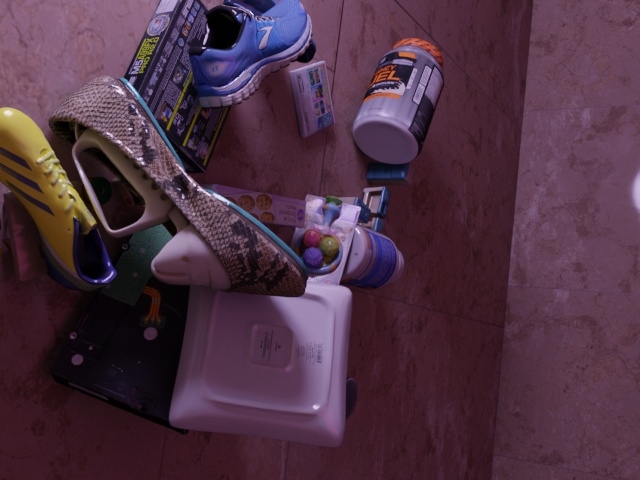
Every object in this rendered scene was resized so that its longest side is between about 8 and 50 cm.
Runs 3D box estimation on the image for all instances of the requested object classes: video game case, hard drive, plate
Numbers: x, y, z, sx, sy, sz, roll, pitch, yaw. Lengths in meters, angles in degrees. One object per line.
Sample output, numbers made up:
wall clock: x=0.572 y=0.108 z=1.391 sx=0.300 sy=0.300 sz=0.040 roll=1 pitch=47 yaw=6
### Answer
video game case: x=-0.018 y=-0.341 z=1.800 sx=0.143 sy=0.019 sz=0.157 roll=-35 pitch=120 yaw=-52
hard drive: x=-0.259 y=0.121 z=1.250 sx=0.064 sy=0.236 sz=0.339 roll=106 pitch=6 yaw=-61
plate: x=-0.083 y=0.174 z=1.198 sx=0.045 sy=0.277 sz=0.278 roll=119 pitch=-21 yaw=-60

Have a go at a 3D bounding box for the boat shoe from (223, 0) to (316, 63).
boat shoe: x=-0.117 y=-0.447 z=1.580 sx=0.258 sy=0.109 sz=0.089 roll=34 pitch=70 yaw=-36

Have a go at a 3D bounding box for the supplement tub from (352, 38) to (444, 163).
supplement tub: x=0.218 y=-0.379 z=2.011 sx=0.194 sy=0.193 sz=0.316 roll=55 pitch=47 yaw=-44

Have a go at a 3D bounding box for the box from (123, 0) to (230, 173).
box: x=-0.250 y=-0.294 z=1.389 sx=0.216 sy=0.060 sz=0.270 roll=46 pitch=54 yaw=-50

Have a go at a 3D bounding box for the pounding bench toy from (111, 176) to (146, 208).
pounding bench toy: x=-0.304 y=-0.089 z=1.293 sx=0.052 sy=0.083 sz=0.065 roll=-52 pitch=133 yaw=-43

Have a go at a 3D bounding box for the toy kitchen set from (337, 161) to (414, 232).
toy kitchen set: x=0.145 y=-0.136 z=1.976 sx=0.166 sy=0.122 sz=0.207 roll=39 pitch=59 yaw=-52

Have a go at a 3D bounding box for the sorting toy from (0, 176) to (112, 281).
sorting toy: x=-0.428 y=-0.016 z=1.132 sx=0.274 sy=0.046 sz=0.133 roll=-21 pitch=109 yaw=-57

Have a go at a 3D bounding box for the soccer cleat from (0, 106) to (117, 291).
soccer cleat: x=-0.371 y=-0.056 z=1.062 sx=0.093 sy=0.121 sz=0.289 roll=-47 pitch=130 yaw=-46

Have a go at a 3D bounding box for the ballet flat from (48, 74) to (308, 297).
ballet flat: x=-0.240 y=-0.046 z=1.159 sx=0.182 sy=0.483 sz=0.164 roll=-41 pitch=172 yaw=-26

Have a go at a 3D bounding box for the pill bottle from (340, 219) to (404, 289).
pill bottle: x=0.107 y=0.044 z=1.900 sx=0.272 sy=0.152 sz=0.153 roll=21 pitch=74 yaw=-57

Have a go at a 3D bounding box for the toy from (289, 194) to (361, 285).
toy: x=0.000 y=0.000 z=1.734 sx=0.056 sy=0.136 sz=0.237 roll=89 pitch=16 yaw=-63

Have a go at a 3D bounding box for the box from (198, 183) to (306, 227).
box: x=-0.143 y=-0.070 z=1.573 sx=0.324 sy=0.063 sz=0.067 roll=8 pitch=87 yaw=-58

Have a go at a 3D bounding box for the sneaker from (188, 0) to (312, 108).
sneaker: x=-0.128 y=-0.384 z=1.399 sx=0.330 sy=0.129 sz=0.147 roll=-53 pitch=135 yaw=-39

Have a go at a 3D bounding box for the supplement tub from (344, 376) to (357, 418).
supplement tub: x=-0.038 y=0.257 z=1.292 sx=0.106 sy=0.197 sz=0.106 roll=-16 pitch=108 yaw=-60
